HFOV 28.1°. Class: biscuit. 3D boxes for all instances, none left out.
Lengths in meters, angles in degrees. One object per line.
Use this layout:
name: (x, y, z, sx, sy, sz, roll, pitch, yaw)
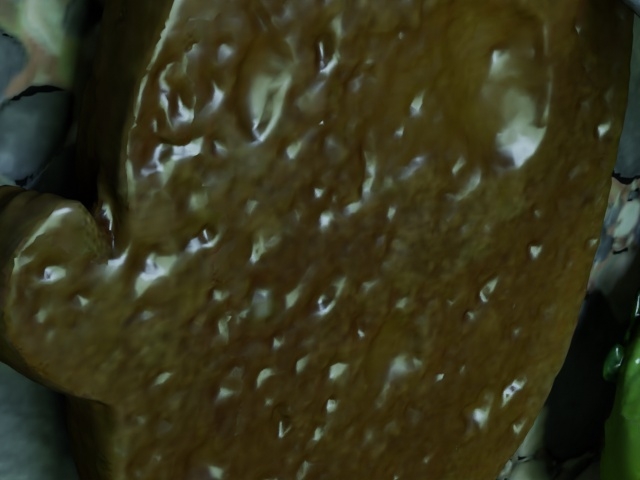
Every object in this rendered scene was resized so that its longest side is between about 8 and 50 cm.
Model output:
biscuit: (-0.001, -0.001, 0.549, 0.314, 0.063, 0.367, -9, 120, -33)

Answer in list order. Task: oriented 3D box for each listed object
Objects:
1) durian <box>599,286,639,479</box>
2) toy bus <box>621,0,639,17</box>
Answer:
durian: (0.290, 0.068, 0.692, 0.204, 0.340, 0.255, 6, 81, -45)
toy bus: (0.339, -0.219, 0.498, 0.249, 0.209, 0.439, 13, 112, -50)
